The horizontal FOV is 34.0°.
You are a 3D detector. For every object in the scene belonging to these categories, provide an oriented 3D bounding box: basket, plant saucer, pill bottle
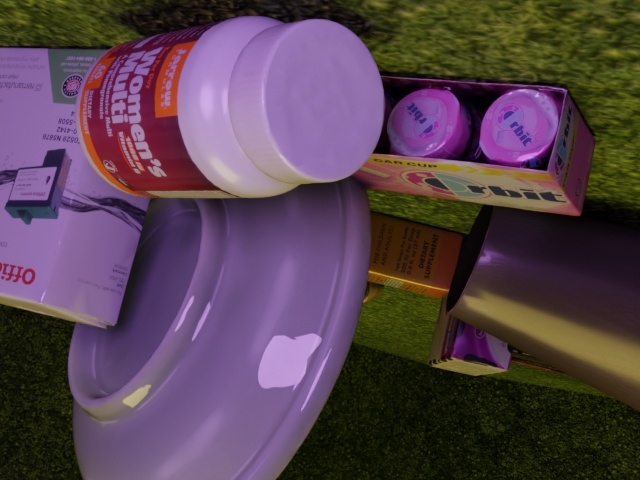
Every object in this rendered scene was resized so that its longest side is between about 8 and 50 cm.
[{"bbox_3d":[0.251,0.051,1.018,0.227,0.154,0.204,21,139,-1],"label":"basket"},{"bbox_3d":[-0.123,0.065,0.918,0.100,0.400,0.400,30,164,-31],"label":"plant saucer"},{"bbox_3d":[-0.067,-0.089,0.722,0.121,0.121,0.221,21,169,-39],"label":"pill bottle"}]

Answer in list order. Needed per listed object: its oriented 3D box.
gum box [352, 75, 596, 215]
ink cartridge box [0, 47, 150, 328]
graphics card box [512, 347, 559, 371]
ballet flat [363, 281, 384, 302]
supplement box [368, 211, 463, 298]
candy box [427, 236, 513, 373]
[{"bbox_3d":[0.095,-0.072,0.772,0.188,0.062,0.107,9,170,27],"label":"gum box"},{"bbox_3d":[-0.232,-0.048,0.909,0.160,0.219,0.092,7,169,34],"label":"ink cartridge box"},{"bbox_3d":[0.394,0.151,1.632,0.233,0.094,0.371,11,172,19],"label":"graphics card box"},{"bbox_3d":[0.005,0.073,1.799,0.232,0.080,0.073,9,-175,34],"label":"ballet flat"},{"bbox_3d":[0.051,0.006,1.290,0.233,0.078,0.080,13,171,0],"label":"supplement box"},{"bbox_3d":[0.191,0.079,1.265,0.071,0.159,0.233,14,172,1],"label":"candy box"}]
